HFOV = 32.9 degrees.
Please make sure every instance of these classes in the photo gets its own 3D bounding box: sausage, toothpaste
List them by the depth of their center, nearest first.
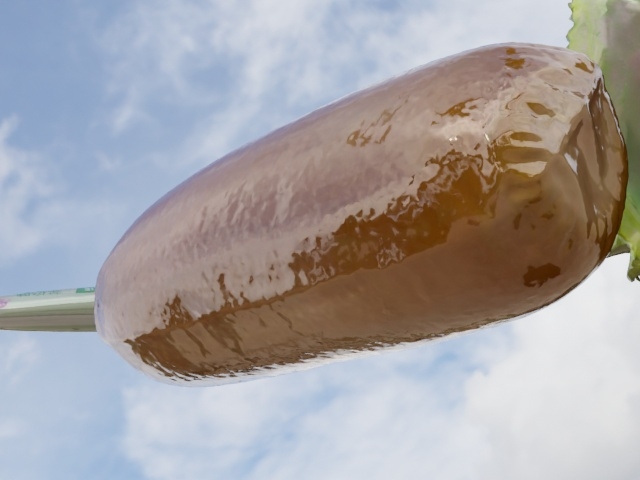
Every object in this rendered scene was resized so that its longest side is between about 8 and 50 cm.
[{"bbox_3d":[0.000,0.001,0.439,0.105,0.105,0.274,5,-16,-39],"label":"sausage"},{"bbox_3d":[-0.267,0.073,1.105,0.314,0.056,0.058,0,-42,-27],"label":"toothpaste"}]

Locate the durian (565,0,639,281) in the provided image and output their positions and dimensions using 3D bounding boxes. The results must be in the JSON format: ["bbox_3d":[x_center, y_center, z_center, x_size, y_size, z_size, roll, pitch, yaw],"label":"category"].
[{"bbox_3d":[0.289,-0.019,0.552,0.355,0.157,0.169,11,-58,12],"label":"durian"}]
